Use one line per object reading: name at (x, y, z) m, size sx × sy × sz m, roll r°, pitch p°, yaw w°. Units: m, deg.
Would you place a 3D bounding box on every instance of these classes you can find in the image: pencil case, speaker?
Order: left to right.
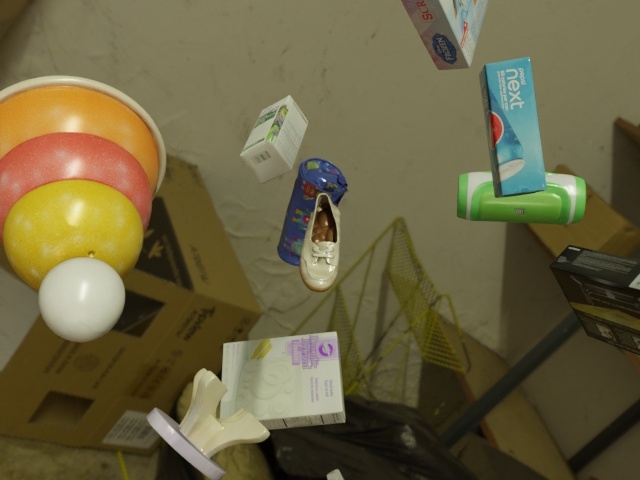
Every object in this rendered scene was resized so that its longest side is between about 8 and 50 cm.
pencil case at (-0.021, -0.066, 1.567) m, size 0.133 × 0.306 × 0.119 m, roll 20°, pitch 42°, yaw 0°
speaker at (0.495, -0.106, 1.528) m, size 0.297 × 0.131 × 0.131 m, roll 3°, pitch 10°, yaw 12°

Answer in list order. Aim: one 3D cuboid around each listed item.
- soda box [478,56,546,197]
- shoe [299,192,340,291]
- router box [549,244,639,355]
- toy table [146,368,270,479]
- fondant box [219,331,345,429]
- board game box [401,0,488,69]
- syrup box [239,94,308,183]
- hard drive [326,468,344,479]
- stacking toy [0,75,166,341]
soda box at (0.307, -0.177, 0.981) m, size 0.067 × 0.071 × 0.210 m, roll 0°, pitch 83°, yaw -84°
shoe at (0.000, 0.000, 1.168) m, size 0.077 × 0.058 × 0.219 m, roll 2°, pitch 49°, yaw 4°
router box at (0.679, 0.146, 1.324) m, size 0.243 × 0.081 × 0.309 m, roll 54°, pitch -14°, yaw -24°
toy table at (-0.249, 0.413, 1.374) m, size 0.252 × 0.161 × 0.274 m, roll 36°, pitch -20°, yaw 28°
fondant box at (-0.105, 0.393, 1.699) m, size 0.096 × 0.330 × 0.238 m, roll 80°, pitch 5°, yaw -53°
board game box at (0.203, -0.506, 0.995) m, size 0.066 × 0.318 × 0.318 m, roll 5°, pitch -23°, yaw 34°
syrup box at (-0.109, -0.252, 1.504) m, size 0.096 × 0.093 × 0.237 m, roll 53°, pitch 30°, yaw -29°
hard drive at (0.128, 0.855, 1.759) m, size 0.353 × 0.047 × 0.233 m, roll 62°, pitch -7°, yaw 2°
stacking toy at (-0.406, -0.017, 1.004) m, size 0.351 × 0.350 × 0.480 m, roll 28°, pitch 25°, yaw -40°
